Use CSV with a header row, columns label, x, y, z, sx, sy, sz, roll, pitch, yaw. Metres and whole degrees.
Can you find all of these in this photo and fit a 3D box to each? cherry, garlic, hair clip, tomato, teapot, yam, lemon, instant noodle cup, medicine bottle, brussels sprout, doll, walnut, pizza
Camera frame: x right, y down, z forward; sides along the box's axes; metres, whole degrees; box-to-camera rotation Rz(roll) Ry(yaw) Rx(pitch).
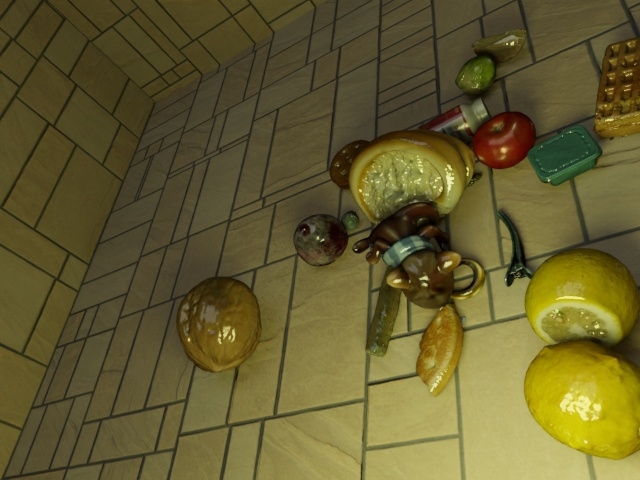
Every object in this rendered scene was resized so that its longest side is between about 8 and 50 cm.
label,x,y,z,sx,sy,sz,roll,pitch,yaw
cherry,-0.007,-0.004,2.046,0.195,0.195,0.195,-24,43,25
garlic,0.657,-0.696,2.123,0.196,0.101,0.087,-2,60,38
hair clip,0.544,0.011,1.654,0.083,0.048,0.275,-24,38,28
tomato,0.574,-0.309,1.824,0.195,0.136,0.195,-26,39,23
teapot,0.103,-0.071,2.113,0.088,0.066,0.057,-50,12,32
yam,0.200,0.203,1.767,0.071,0.067,0.317,18,62,3
lemon,0.553,0.323,1.212,0.233,0.233,0.288,-49,32,-5
instant noodle cup,0.709,-0.238,1.695,0.179,0.070,0.157,-29,40,21
medicine bottle,0.456,-0.380,2.002,0.250,0.131,0.131,-26,42,23
brussels sprout,0.567,-0.593,2.105,0.155,0.118,0.155,-38,41,43
doll,0.279,0.051,1.703,0.318,0.209,0.339,-21,38,-3
walnut,-0.346,0.293,2.015,0.333,0.333,0.332,-24,43,25
lemon,0.600,0.125,1.346,0.240,0.240,0.219,-8,37,38
pizza,0.321,0.292,1.571,0.134,0.056,0.271,-33,32,40

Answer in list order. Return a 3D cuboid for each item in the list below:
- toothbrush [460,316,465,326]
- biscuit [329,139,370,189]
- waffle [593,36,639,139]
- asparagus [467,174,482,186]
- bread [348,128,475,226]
label,x,y,z,sx,sy,sz,roll,pitch,yaw
toothbrush,0.360,0.293,1.585,0.019,0.013,0.193,-5,53,48
biscuit,0.134,-0.294,2.273,0.220,0.066,0.220,-23,47,27
waffle,0.915,-0.448,1.675,0.224,0.098,0.327,-4,53,42
asparagus,0.425,-0.139,1.897,0.236,0.027,0.034,-42,39,5
bread,0.300,-0.197,1.920,0.424,0.245,0.328,-12,91,46
